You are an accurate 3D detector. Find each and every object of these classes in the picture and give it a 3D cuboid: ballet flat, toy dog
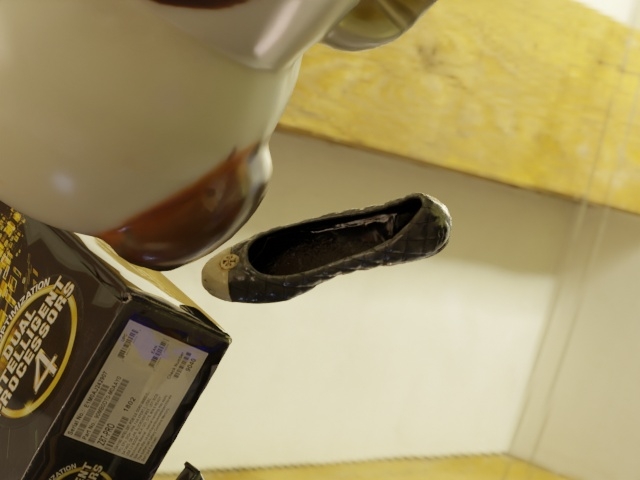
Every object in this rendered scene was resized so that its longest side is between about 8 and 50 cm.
[{"bbox_3d":[0.000,0.000,0.966,0.049,0.173,0.057,55,-155,-49],"label":"ballet flat"},{"bbox_3d":[-0.043,-0.164,0.732,0.284,0.408,0.395,28,-139,-16],"label":"toy dog"}]

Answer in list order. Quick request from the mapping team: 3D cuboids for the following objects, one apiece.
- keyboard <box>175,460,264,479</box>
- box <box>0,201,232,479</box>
[{"bbox_3d":[-0.068,0.320,1.337,0.201,0.033,0.317,-53,-43,-37],"label":"keyboard"},{"bbox_3d":[-0.250,0.160,1.032,0.097,0.318,0.395,27,-84,-34],"label":"box"}]
